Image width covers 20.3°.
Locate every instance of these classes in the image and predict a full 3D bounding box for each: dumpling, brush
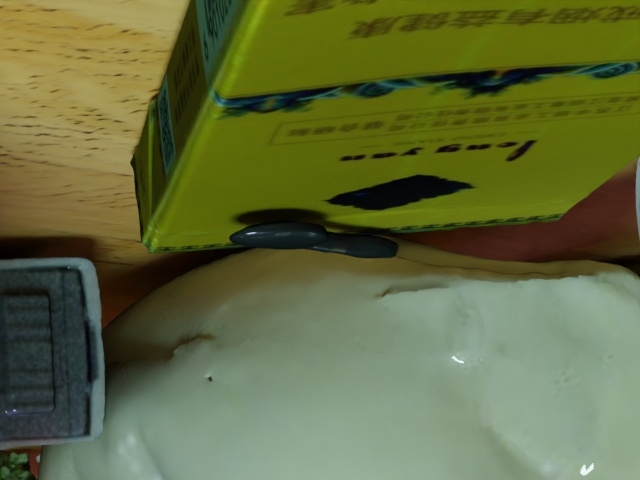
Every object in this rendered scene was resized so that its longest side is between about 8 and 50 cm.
[{"bbox_3d":[-0.009,0.159,0.789,0.395,0.315,0.233,-13,164,40],"label":"dumpling"},{"bbox_3d":[0.000,0.000,0.589,0.024,0.008,0.083,-18,165,36],"label":"brush"}]

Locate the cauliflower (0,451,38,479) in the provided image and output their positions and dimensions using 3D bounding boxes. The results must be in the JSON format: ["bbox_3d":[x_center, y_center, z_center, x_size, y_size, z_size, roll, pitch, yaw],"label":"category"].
[{"bbox_3d":[-0.157,0.235,1.366,0.272,0.275,0.250,17,124,-26],"label":"cauliflower"}]

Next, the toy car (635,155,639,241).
[{"bbox_3d":[0.234,-0.010,0.705,0.210,0.089,0.108,-12,169,27],"label":"toy car"}]

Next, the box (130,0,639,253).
[{"bbox_3d":[0.037,-0.049,0.497,0.153,0.041,0.279,-6,169,-13],"label":"box"}]

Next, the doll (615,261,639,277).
[{"bbox_3d":[0.196,0.098,1.007,0.177,0.161,0.261,4,176,41],"label":"doll"}]

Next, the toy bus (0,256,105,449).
[{"bbox_3d":[-0.219,0.048,0.675,0.268,0.092,0.106,0,174,-34],"label":"toy bus"}]
